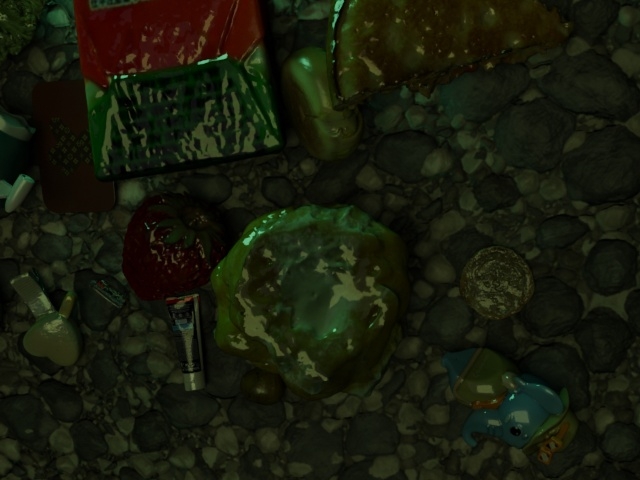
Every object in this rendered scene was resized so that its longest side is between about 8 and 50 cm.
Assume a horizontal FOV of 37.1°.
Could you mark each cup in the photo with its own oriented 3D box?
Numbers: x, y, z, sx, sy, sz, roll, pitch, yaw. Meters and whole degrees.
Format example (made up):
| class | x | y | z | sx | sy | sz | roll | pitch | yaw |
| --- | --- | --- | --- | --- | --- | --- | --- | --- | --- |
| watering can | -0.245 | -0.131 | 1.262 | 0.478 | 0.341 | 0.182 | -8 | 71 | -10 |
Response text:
| class | x | y | z | sx | sy | sz | roll | pitch | yaw |
| --- | --- | --- | --- | --- | --- | --- | --- | --- | --- |
| cup | -0.659 | -0.176 | 1.901 | 0.300 | 0.167 | 0.173 | 38 | 100 | 32 |

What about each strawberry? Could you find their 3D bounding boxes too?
| class | x | y | z | sx | sy | sz | roll | pitch | yaw |
| --- | --- | --- | --- | --- | --- | --- | --- | --- | --- |
| strawberry | -0.297 | 0.027 | 1.847 | 0.205 | 0.205 | 0.244 | 45 | 130 | 3 |

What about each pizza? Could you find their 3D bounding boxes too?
| class | x | y | z | sx | sy | sz | roll | pitch | yaw |
| --- | --- | --- | --- | --- | --- | --- | --- | --- | --- |
| pizza | 0.222 | -0.379 | 1.625 | 0.406 | 0.130 | 0.440 | 18 | 84 | -4 |

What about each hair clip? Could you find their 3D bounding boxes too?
| class | x | y | z | sx | sy | sz | roll | pitch | yaw |
| --- | --- | --- | --- | --- | --- | --- | --- | --- | --- |
| hair clip | -0.561 | 0.159 | 1.990 | 0.159 | 0.071 | 0.218 | -27 | 97 | 16 |

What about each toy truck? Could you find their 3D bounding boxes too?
| class | x | y | z | sx | sy | sz | roll | pitch | yaw |
| --- | --- | --- | --- | --- | --- | --- | --- | --- | --- |
| toy truck | -0.436 | 0.109 | 1.959 | 0.083 | 0.032 | 0.024 | 39 | 112 | 7 |

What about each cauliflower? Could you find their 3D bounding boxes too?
| class | x | y | z | sx | sy | sz | roll | pitch | yaw |
| --- | --- | --- | --- | --- | --- | --- | --- | --- | --- |
| cauliflower | -0.675 | -0.449 | 1.805 | 0.272 | 0.250 | 0.275 | 31 | 111 | 10 |

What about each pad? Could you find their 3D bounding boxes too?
| class | x | y | z | sx | sy | sz | roll | pitch | yaw |
| --- | --- | --- | --- | --- | --- | --- | --- | --- | --- |
| pad | -0.498 | -0.188 | 1.924 | 0.181 | 0.004 | 0.267 | 0 | 101 | 23 |

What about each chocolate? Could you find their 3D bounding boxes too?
| class | x | y | z | sx | sy | sz | roll | pitch | yaw |
| --- | --- | --- | --- | --- | --- | --- | --- | --- | --- |
| chocolate | -0.241 | -0.296 | 1.738 | 0.360 | 0.161 | 0.341 | -8 | 89 | 14 |

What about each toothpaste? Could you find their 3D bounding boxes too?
| class | x | y | z | sx | sy | sz | roll | pitch | yaw |
| --- | --- | --- | --- | --- | --- | --- | --- | --- | --- |
| toothpaste | -0.263 | 0.205 | 1.928 | 0.071 | 0.045 | 0.193 | -9 | 92 | 8 |

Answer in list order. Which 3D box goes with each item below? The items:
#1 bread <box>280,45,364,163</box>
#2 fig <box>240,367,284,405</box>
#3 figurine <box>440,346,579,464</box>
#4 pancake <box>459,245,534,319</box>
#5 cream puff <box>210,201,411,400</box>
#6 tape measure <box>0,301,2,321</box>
| class | x | y | z | sx | sy | sz | roll | pitch | yaw |
| --- | --- | --- | --- | --- | --- | --- | --- | --- | --- |
| bread | 0.006 | -0.243 | 1.706 | 0.105 | 0.213 | 0.213 | -27 | 93 | -20 |
| fig | -0.107 | 0.276 | 1.883 | 0.084 | 0.082 | 0.098 | 26 | 91 | 45 |
| figurine | 0.340 | 0.300 | 1.739 | 0.262 | 0.154 | 0.180 | 21 | 115 | 28 |
| pancake | 0.324 | 0.078 | 1.750 | 0.139 | 0.022 | 0.139 | 3 | 100 | 15 |
| cream puff | -0.018 | 0.114 | 1.730 | 0.378 | 0.275 | 0.378 | 0 | 87 | -3 |
| tape measure | -0.763 | 0.142 | 2.015 | 0.175 | 0.106 | 0.200 | 23 | 107 | 14 |
